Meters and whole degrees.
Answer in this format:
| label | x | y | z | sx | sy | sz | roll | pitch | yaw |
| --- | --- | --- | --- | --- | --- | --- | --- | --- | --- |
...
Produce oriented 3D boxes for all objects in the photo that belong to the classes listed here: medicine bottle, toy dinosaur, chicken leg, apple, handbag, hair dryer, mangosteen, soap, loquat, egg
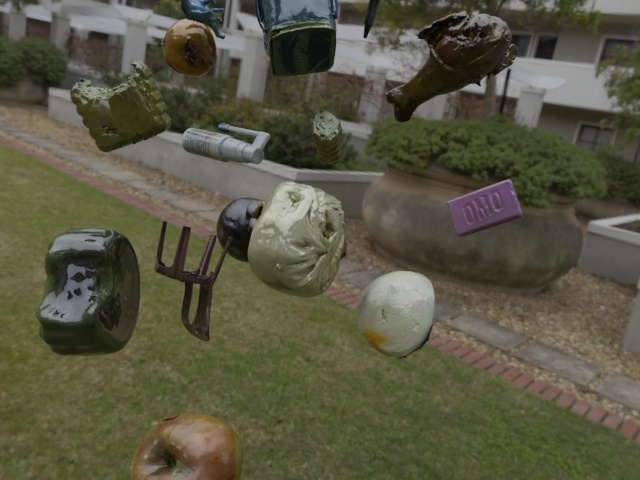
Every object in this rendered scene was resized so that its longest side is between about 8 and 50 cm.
| label | x | y | z | sx | sy | sz | roll | pitch | yaw |
| --- | --- | --- | --- | --- | --- | --- | --- | --- | --- |
| medicine bottle | -0.210 | -0.219 | 1.229 | 0.220 | 0.092 | 0.061 | 19 | -17 | 34 |
| toy dinosaur | -0.261 | -0.503 | 1.207 | 0.080 | 0.045 | 0.197 | 0 | -16 | 28 |
| chicken leg | 0.300 | -0.446 | 1.392 | 0.361 | 0.211 | 0.140 | -22 | 31 | 32 |
| apple | -0.307 | 0.526 | 1.280 | 0.261 | 0.261 | 0.194 | 21 | -12 | 37 |
| handbag | -0.063 | -0.616 | 1.513 | 0.222 | 0.241 | 0.263 | -9 | -9 | -5 |
| hair dryer | 0.149 | -0.696 | 1.592 | 0.050 | 0.195 | 0.173 | 2 | 49 | -21 |
| mangosteen | -0.303 | -0.042 | 2.397 | 0.297 | 0.297 | 0.313 | 4 | 10 | -24 |
| soap | 0.503 | -0.097 | 1.685 | 0.203 | 0.122 | 0.065 | -21 | -11 | 26 |
| loquat | -0.324 | -0.478 | 1.364 | 0.141 | 0.141 | 0.141 | 10 | 14 | -2 |
| egg | 0.233 | 0.235 | 1.900 | 0.201 | 0.337 | 0.337 | 21 | 9 | -24 |

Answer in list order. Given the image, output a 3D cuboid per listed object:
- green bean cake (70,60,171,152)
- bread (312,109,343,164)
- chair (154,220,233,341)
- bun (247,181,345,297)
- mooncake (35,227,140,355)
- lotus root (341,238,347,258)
| label | x | y | z | sx | sy | sz | roll | pitch | yaw |
| --- | --- | --- | --- | --- | --- | --- | --- | --- | --- |
| green bean cake | -0.597 | -0.401 | 1.651 | 0.236 | 0.233 | 0.124 | -21 | 18 | 0 |
| bread | 0.027 | -0.309 | 1.703 | 0.098 | 0.087 | 0.269 | 40 | -4 | 10 |
| chair | -0.395 | 0.124 | 1.627 | 0.183 | 0.326 | 0.175 | 15 | -4 | -41 |
| bun | -0.029 | -0.006 | 1.029 | 0.145 | 0.229 | 0.229 | -19 | -10 | 42 |
| mooncake | -0.627 | 0.141 | 1.501 | 0.187 | 0.351 | 0.351 | -2 | 14 | 2 |
| lotus root | 0.000 | 0.000 | 1.577 | 0.108 | 0.094 | 0.190 | -22 | -40 | 27 |
